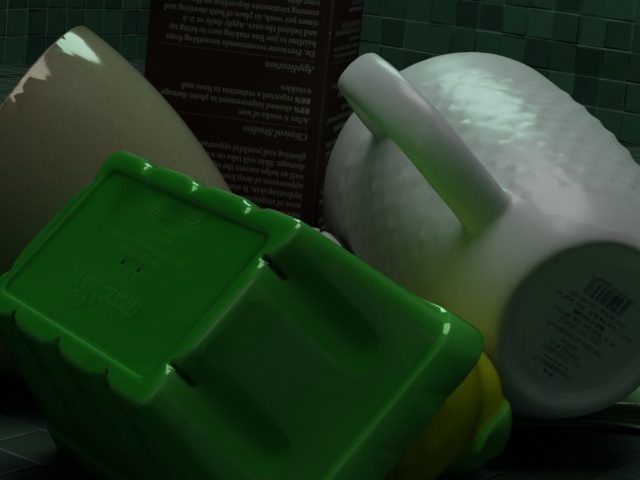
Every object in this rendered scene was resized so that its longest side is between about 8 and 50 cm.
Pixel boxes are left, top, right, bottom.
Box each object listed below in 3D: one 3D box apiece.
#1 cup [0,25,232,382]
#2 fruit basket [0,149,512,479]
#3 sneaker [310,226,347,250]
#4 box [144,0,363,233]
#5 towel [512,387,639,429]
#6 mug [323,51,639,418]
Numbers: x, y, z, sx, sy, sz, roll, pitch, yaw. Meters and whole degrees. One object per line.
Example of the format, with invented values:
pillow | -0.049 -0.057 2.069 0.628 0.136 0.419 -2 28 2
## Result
cup | -0.201 0.006 1.643 0.237 0.331 0.331 31 13 1
fruit basket | -0.026 0.117 1.381 0.392 0.283 0.392 39 -13 11
sneaker | -0.019 0.080 1.634 0.121 0.099 0.262 -8 38 -20
box | -0.075 -0.077 1.819 0.191 0.381 0.143 9 10 14
towel | 0.195 0.126 1.814 0.248 0.038 0.325 2 13 -8
mug | 0.147 -0.022 1.614 0.374 0.276 0.328 47 4 -28
